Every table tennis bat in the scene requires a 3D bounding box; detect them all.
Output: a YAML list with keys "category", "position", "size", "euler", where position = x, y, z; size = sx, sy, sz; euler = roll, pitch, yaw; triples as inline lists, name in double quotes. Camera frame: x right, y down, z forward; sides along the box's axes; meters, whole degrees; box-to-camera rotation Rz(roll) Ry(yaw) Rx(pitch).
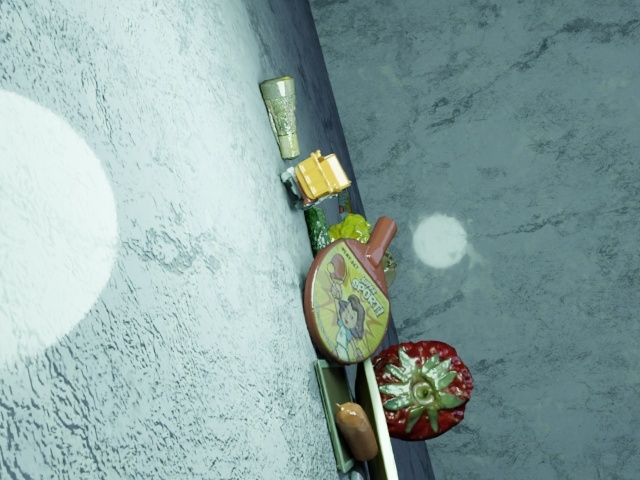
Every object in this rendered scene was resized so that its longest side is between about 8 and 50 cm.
- category: "table tennis bat"
  position: [0.087, 0.098, 1.573]
  size: [0.268, 0.051, 0.414]
  euler: [52, 46, -25]

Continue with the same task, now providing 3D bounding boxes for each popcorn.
- category: "popcorn"
  position: [0.095, 0.023, 2.022]
  size: [0.197, 0.156, 0.197]
  euler: [61, 9, -17]

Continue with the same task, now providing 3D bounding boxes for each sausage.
- category: "sausage"
  position: [0.075, 0.390, 1.412]
  size: [0.065, 0.065, 0.169]
  euler: [-96, 169, -47]

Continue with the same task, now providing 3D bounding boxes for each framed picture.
- category: "framed picture"
  position: [0.044, 0.378, 1.507]
  size: [0.296, 0.019, 0.232]
  euler: [41, 34, -74]

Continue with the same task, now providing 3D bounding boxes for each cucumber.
- category: "cucumber"
  position: [-0.001, 0.000, 1.763]
  size: [0.058, 0.058, 0.187]
  euler: [53, 22, -68]

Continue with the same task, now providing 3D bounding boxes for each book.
- category: "book"
  position: [0.127, 0.477, 1.581]
  size: [0.269, 0.032, 0.388]
  euler: [91, -9, -50]

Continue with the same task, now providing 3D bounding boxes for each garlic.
- category: "garlic"
  position: [0.148, 0.074, 2.231]
  size: [0.229, 0.178, 0.142]
  euler: [48, 8, -38]

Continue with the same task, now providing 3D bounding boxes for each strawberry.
- category: "strawberry"
  position: [0.261, 0.447, 1.976]
  size: [0.295, 0.317, 0.345]
  euler: [46, -17, 16]

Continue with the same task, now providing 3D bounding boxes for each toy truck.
- category: "toy truck"
  position: [-0.008, -0.147, 1.653]
  size: [0.114, 0.135, 0.270]
  euler: [63, 8, -1]

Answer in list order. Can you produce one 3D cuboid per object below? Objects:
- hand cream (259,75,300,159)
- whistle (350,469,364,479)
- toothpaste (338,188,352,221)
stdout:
- category: "hand cream"
  position: [-0.090, -0.295, 1.667]
  size: [0.084, 0.084, 0.203]
  euler: [-78, 159, -72]
- category: "whistle"
  position: [0.079, 0.546, 1.383]
  size: [0.176, 0.033, 0.033]
  euler: [-92, 165, -58]
- category: "toothpaste"
  position: [0.095, -0.149, 2.690]
  size: [0.193, 0.044, 0.070]
  euler: [-93, 164, -56]
